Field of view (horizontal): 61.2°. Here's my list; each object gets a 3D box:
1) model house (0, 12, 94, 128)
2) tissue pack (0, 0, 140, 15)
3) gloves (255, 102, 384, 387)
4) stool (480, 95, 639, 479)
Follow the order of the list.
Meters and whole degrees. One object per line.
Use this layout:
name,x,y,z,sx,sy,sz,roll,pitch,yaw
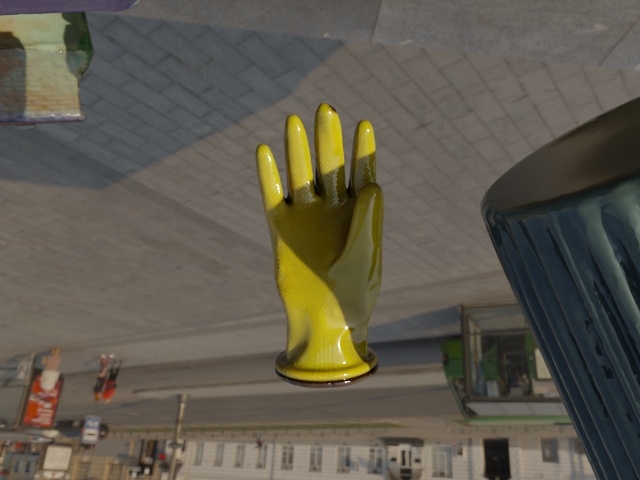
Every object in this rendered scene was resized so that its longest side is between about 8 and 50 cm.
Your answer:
model house,-0.614,-0.381,1.119,0.245,0.312,0.280,-12,153,-27
tissue pack,-0.295,-0.262,0.386,0.339,0.160,0.242,-13,-167,-23
gloves,-0.001,0.000,0.597,0.133,0.294,0.116,-3,-172,-1
stool,0.311,0.057,0.423,0.297,0.330,0.297,-30,-172,4
